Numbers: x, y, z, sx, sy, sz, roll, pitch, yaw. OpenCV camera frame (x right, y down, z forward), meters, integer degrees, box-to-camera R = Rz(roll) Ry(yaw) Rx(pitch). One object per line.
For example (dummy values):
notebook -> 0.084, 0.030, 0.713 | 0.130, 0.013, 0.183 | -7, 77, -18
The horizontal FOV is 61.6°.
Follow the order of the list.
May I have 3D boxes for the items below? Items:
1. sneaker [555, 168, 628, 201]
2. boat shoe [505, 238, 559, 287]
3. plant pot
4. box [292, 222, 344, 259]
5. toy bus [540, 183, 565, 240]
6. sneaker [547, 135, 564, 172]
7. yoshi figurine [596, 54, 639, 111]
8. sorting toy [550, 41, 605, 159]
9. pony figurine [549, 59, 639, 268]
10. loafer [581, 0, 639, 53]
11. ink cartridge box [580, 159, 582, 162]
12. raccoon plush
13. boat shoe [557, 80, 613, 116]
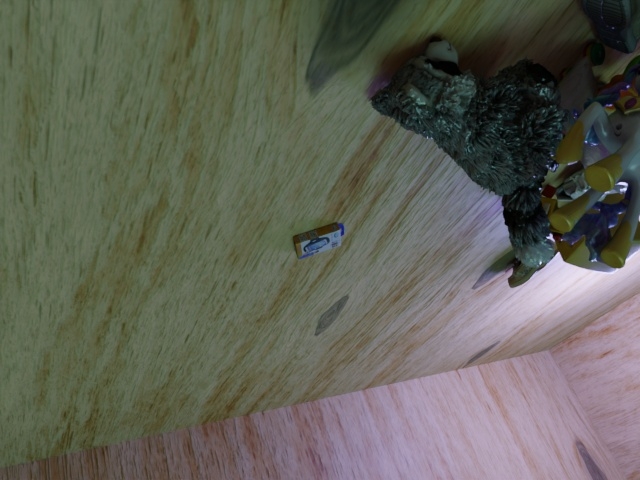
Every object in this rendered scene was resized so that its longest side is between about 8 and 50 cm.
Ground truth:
sneaker -> 0.762, -0.161, 1.502 | 0.129, 0.111, 0.297 | -12, 164, -1
boat shoe -> 0.771, 0.078, 1.978 | 0.104, 0.089, 0.285 | -35, 164, -35
plant pot -> 0.895, -0.025, 1.773 | 0.187, 0.212, 0.212 | -2, 147, -8
box -> 0.000, 0.000, 1.377 | 0.136, 0.028, 0.081 | -17, 150, -6
toy bus -> 0.632, -0.071, 1.515 | 0.202, 0.191, 0.104 | -29, 150, 13
sneaker -> 0.520, -0.234, 1.291 | 0.283, 0.124, 0.107 | -8, 118, -63
yoshi figurine -> 0.745, -0.356, 1.061 | 0.362, 0.203, 0.204 | -43, 152, -11
sorting toy -> 0.506, -0.274, 1.091 | 0.274, 0.046, 0.132 | -47, 119, -22
pony figurine -> 0.544, -0.136, 0.922 | 0.363, 0.302, 0.351 | -49, 130, -19
loafer -> 0.555, -0.436, 0.991 | 0.251, 0.094, 0.087 | 11, 114, -57
ink cartridge box -> 0.745, -0.286, 1.390 | 0.145, 0.045, 0.179 | -27, 153, 8
raccoon plush -> 0.277, -0.145, 0.978 | 0.299, 0.447, 0.216 | -14, 176, -17
boat shoe -> 0.630, -0.304, 1.223 | 0.302, 0.109, 0.098 | 2, 141, -24
